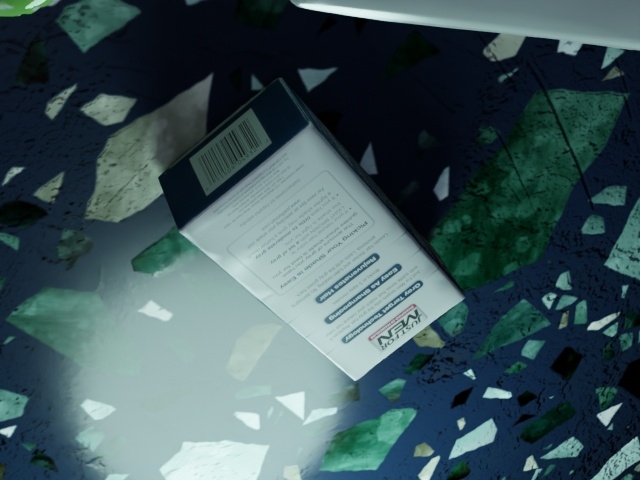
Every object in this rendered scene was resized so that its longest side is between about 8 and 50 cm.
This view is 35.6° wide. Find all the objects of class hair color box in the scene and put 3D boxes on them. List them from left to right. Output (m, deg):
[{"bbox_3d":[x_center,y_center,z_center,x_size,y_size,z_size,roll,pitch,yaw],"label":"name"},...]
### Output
[{"bbox_3d":[0.000,0.000,1.111,0.174,0.105,0.347,-38,132,8],"label":"hair color box"}]

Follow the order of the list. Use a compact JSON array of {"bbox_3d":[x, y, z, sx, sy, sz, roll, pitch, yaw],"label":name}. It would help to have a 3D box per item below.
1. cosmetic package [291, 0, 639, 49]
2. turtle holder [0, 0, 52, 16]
[{"bbox_3d":[0.138,-0.389,0.674,0.328,0.329,0.393,1,136,-25],"label":"cosmetic package"},{"bbox_3d":[-0.232,-0.313,0.696,0.228,0.243,0.320,14,161,-16],"label":"turtle holder"}]
